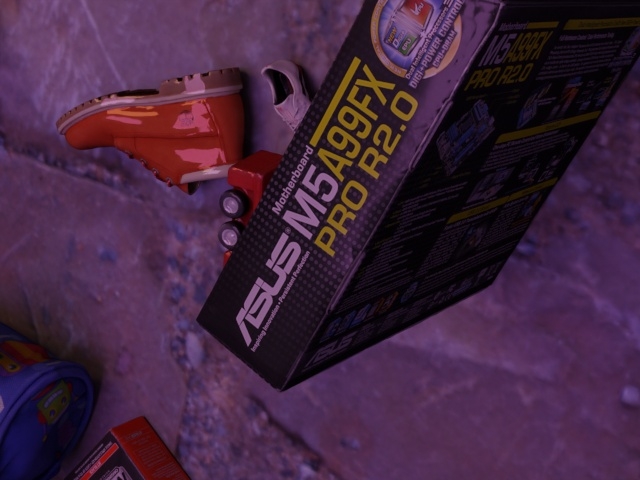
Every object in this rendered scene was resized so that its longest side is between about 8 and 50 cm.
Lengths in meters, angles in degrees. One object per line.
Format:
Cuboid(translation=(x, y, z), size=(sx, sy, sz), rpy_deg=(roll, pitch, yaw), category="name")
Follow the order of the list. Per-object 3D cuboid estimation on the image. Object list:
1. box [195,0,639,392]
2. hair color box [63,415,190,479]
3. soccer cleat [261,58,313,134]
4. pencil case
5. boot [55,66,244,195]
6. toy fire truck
Cuboid(translation=(0.072, -0.049, 0.673), size=(0.060, 0.270, 0.216), rpy_deg=(37, 116, 19), category="box")
Cuboid(translation=(-0.127, 0.214, 0.969), size=(0.141, 0.043, 0.072), rpy_deg=(50, 118, 13), category="hair color box")
Cuboid(translation=(-0.014, -0.085, 0.854), size=(0.029, 0.035, 0.083), rpy_deg=(-28, 83, 31), category="soccer cleat")
Cuboid(translation=(-0.324, 0.104, 1.024), size=(0.306, 0.119, 0.133), rpy_deg=(24, 125, 25), category="pencil case")
Cuboid(translation=(-0.122, -0.071, 0.911), size=(0.158, 0.059, 0.084), rpy_deg=(-6, 100, 30), category="boot")
Cuboid(translation=(0.000, 0.000, 0.841), size=(0.135, 0.047, 0.192), rpy_deg=(17, 117, 25), category="toy fire truck")
